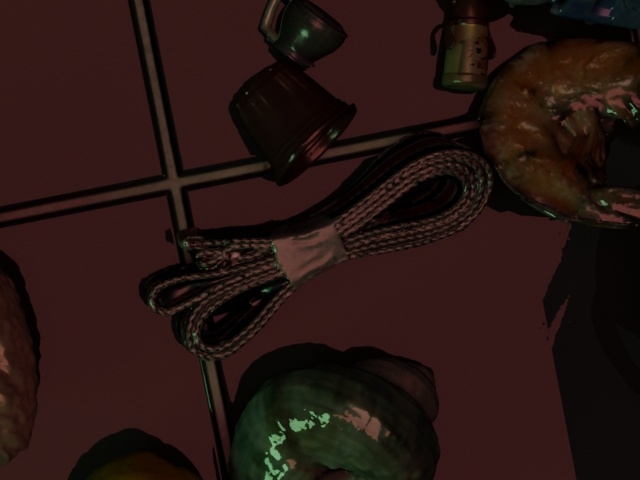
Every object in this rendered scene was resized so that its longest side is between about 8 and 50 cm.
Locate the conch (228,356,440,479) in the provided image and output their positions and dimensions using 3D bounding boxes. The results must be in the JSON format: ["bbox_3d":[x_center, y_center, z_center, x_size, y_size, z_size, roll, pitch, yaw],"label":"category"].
[{"bbox_3d":[0.020,0.214,1.895,0.220,0.195,0.277,50,62,-17],"label":"conch"}]

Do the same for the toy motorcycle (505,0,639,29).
[{"bbox_3d":[0.299,-0.321,1.897,0.319,0.182,0.241,12,90,-7],"label":"toy motorcycle"}]

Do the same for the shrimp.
[{"bbox_3d":[0.333,-0.090,1.907,0.365,0.071,0.233,15,59,11],"label":"shrimp"}]

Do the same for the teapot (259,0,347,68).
[{"bbox_3d":[-0.021,-0.209,1.924,0.088,0.066,0.057,40,100,18],"label":"teapot"}]

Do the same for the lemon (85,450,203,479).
[{"bbox_3d":[-0.168,0.308,1.866,0.170,0.170,0.207,4,79,-8],"label":"lemon"}]

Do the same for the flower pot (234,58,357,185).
[{"bbox_3d":[-0.033,-0.122,1.906,0.111,0.111,0.089,-44,83,-4],"label":"flower pot"}]

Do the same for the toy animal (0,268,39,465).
[{"bbox_3d":[-0.428,0.078,1.813,0.358,0.188,0.226,15,80,-7],"label":"toy animal"}]

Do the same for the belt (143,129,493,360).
[{"bbox_3d":[0.000,0.000,1.915,0.359,0.094,0.126,-24,100,-5],"label":"belt"}]

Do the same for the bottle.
[{"bbox_3d":[0.148,-0.202,1.950,0.047,0.063,0.101,5,89,20],"label":"bottle"}]
